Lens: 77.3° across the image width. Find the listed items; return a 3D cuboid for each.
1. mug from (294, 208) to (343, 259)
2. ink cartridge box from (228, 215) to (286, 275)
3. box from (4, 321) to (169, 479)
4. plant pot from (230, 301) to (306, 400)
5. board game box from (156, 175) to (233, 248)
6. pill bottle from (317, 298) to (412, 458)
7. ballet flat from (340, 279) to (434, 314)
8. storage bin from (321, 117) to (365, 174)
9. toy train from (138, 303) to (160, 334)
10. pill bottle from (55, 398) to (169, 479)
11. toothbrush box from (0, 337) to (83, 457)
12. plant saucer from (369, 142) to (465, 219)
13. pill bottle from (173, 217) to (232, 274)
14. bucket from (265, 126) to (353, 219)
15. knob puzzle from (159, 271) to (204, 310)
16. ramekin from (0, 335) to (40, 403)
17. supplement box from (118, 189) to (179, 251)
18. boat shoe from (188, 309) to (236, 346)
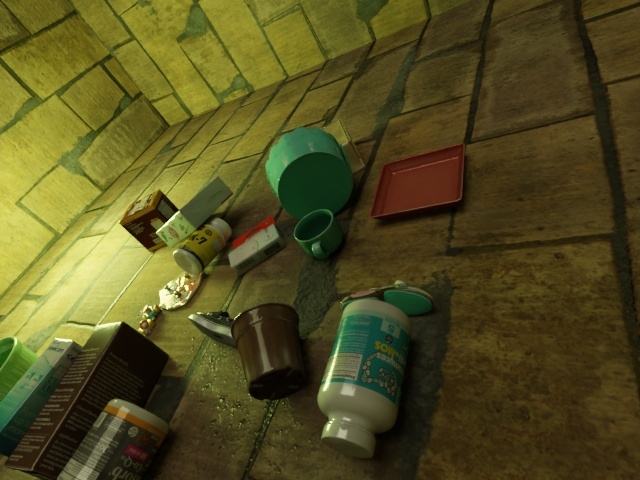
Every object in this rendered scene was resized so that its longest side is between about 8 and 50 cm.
[{"bbox_3d":[-0.005,-0.003,1.171,0.130,0.097,0.157,2,49,40],"label":"mug"},{"bbox_3d":[-0.235,-0.002,1.397,0.189,0.066,0.232,-34,39,2],"label":"ink cartridge box"},{"bbox_3d":[-0.590,0.428,1.058,0.143,0.191,0.381,-12,41,29],"label":"box"},{"bbox_3d":[-0.112,0.258,0.910,0.167,0.167,0.165,-30,44,7],"label":"plant pot"},{"bbox_3d":[-0.504,-0.106,1.595,0.303,0.097,0.224,-22,24,51],"label":"board game box"},{"bbox_3d":[0.082,0.254,0.755,0.146,0.146,0.264,-8,43,33],"label":"pill bottle"},{"bbox_3d":[0.152,0.130,0.919,0.222,0.076,0.079,-13,21,29],"label":"ballet flat"},{"bbox_3d":[0.003,-0.316,1.515,0.262,0.123,0.260,-27,35,11],"label":"storage bin"},{"bbox_3d":[-0.626,0.285,1.381,0.125,0.046,0.166,-18,39,22],"label":"toy train"},{"bbox_3d":[-0.481,0.516,0.891,0.162,0.162,0.278,-5,46,36],"label":"pill bottle"},{"bbox_3d":[-0.734,0.458,1.119,0.126,0.216,0.295,-5,43,34],"label":"toothbrush box"},{"bbox_3d":[0.289,-0.161,1.163,0.259,0.047,0.258,-11,42,31],"label":"plant saucer"},{"bbox_3d":[-0.424,0.017,1.462,0.119,0.119,0.208,-3,38,37],"label":"pill bottle"},{"bbox_3d":[-0.033,-0.207,1.295,0.281,0.281,0.183,-30,37,7],"label":"bucket"},{"bbox_3d":[-0.501,0.171,1.429,0.213,0.030,0.213,-21,37,17],"label":"knob puzzle"},{"bbox_3d":[-1.182,0.520,1.467,0.304,0.148,0.303,-22,37,18],"label":"ramekin"},{"bbox_3d":[-0.738,-0.086,1.780,0.191,0.194,0.129,-24,36,15],"label":"supplement box"},{"bbox_3d":[-0.284,0.235,1.138,0.229,0.080,0.076,5,45,41],"label":"boat shoe"}]
